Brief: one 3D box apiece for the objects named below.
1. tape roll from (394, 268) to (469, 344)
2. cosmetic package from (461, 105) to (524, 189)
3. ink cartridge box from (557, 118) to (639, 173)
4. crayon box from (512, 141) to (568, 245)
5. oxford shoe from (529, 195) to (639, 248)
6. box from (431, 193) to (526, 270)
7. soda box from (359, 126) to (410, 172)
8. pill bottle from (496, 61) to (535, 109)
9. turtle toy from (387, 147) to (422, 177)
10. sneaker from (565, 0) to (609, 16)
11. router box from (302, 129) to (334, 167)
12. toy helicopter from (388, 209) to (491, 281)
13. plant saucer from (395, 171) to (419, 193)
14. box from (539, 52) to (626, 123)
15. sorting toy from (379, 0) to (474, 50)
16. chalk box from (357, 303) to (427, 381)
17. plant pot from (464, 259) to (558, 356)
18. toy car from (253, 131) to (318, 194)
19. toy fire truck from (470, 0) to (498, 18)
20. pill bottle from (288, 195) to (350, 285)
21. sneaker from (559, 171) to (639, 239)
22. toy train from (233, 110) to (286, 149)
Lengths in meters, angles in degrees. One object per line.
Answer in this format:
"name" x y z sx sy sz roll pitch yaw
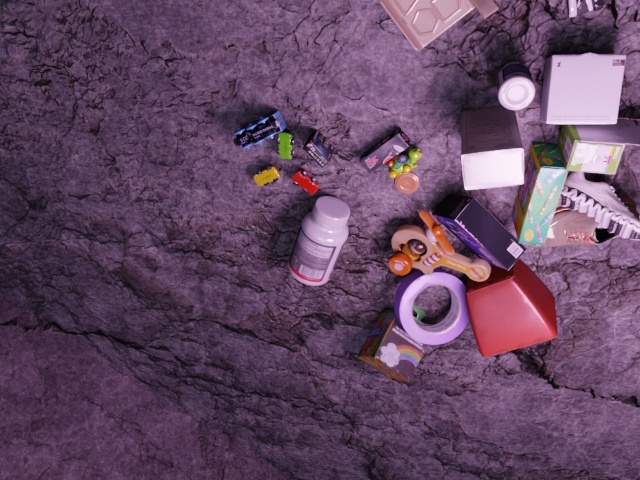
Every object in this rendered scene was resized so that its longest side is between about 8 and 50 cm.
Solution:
"tape roll" 0.418 0.245 1.953 0.275 0.090 0.275 -1 99 -7
"cosmetic package" 0.487 -0.274 1.499 0.160 0.309 0.113 -3 125 19
"ink cartridge box" 0.829 -0.270 1.482 0.255 0.189 0.097 7 127 11
"crayon box" 0.678 -0.144 1.629 0.081 0.165 0.278 6 127 7
"oxford shoe" 0.834 -0.039 1.686 0.348 0.130 0.123 -22 117 28
"box" 0.522 -0.032 1.736 0.261 0.184 0.103 40 92 -14
"soda box" 0.212 -0.296 1.723 0.169 0.053 0.060 -33 111 33
"pill bottle" 0.540 -0.437 1.453 0.094 0.169 0.094 8 128 10
"turtle toy" 0.276 -0.257 1.719 0.130 0.095 0.066 -22 96 27
"sneaker" 0.676 -0.682 1.302 0.121 0.079 0.217 -9 130 18
"router box" -0.004 -0.306 1.733 0.038 0.122 0.092 -37 109 29
"toy helicopter" 0.418 0.038 1.808 0.355 0.140 0.235 21 133 16
"plant saucer" 0.298 -0.197 1.796 0.083 0.013 0.083 8 128 11
"box" 0.709 -0.411 1.426 0.181 0.119 0.182 4 105 14
"sorting toy" 0.297 -0.666 1.445 0.208 0.038 0.193 -34 111 27
"chalk box" 0.313 0.387 2.085 0.180 0.289 0.179 36 160 -9
"plant pot" 0.654 0.214 1.856 0.267 0.267 0.236 -26 104 30
"toy car" -0.116 -0.281 1.827 0.239 0.053 0.225 9 127 8
"toy fire truck" 0.410 -0.718 1.307 0.217 0.158 0.246 -21 129 22
"pill bottle" 0.000 0.000 1.921 0.176 0.176 0.318 21 128 0
"sneaker" 0.862 -0.110 1.576 0.292 0.118 0.110 39 174 24
"toy train" -0.207 -0.368 1.756 0.184 0.105 0.080 -19 109 26
